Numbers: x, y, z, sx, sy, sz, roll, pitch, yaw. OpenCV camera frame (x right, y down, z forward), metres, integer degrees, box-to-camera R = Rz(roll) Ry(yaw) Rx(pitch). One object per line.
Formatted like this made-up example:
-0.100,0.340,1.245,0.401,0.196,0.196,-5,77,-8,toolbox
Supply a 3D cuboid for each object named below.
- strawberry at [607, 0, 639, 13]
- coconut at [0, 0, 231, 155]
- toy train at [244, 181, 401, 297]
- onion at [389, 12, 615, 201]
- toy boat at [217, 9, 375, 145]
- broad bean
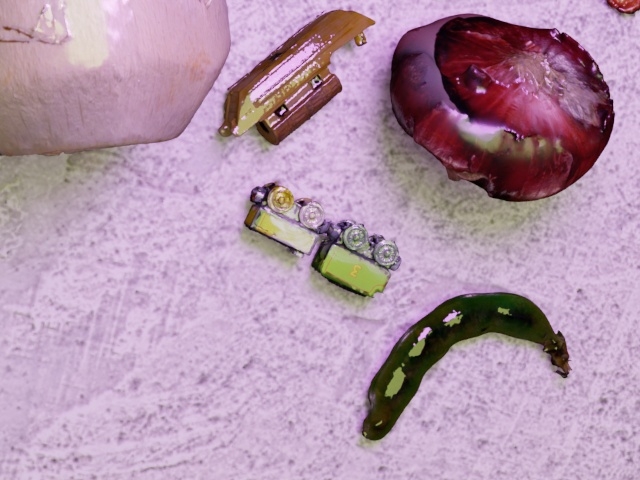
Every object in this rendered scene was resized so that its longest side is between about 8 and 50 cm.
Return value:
0.415,-0.356,1.911,0.104,0.048,0.152,42,95,-20,strawberry
-0.266,-0.269,1.571,0.346,0.346,0.360,-8,96,-15,coconut
0.000,0.000,1.799,0.202,0.060,0.081,27,91,-14,toy train
0.200,-0.144,1.792,0.272,0.195,0.272,9,45,-10,onion
-0.024,-0.191,1.784,0.226,0.068,0.088,-41,107,-14,toy boat
0.171,0.142,1.859,0.292,0.049,0.144,-18,98,-15,broad bean
